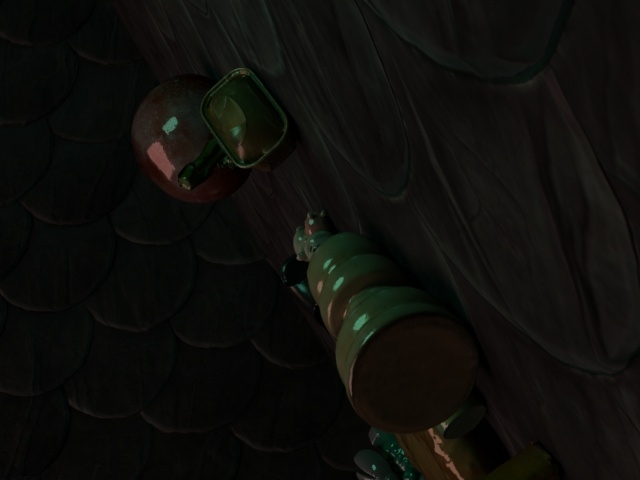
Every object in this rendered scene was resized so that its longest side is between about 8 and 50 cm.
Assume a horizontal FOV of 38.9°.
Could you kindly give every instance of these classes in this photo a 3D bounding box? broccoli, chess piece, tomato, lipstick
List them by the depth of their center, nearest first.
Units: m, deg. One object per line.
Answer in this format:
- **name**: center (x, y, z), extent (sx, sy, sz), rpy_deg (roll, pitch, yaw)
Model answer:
- **chess piece**: center (0.071, 0.091, 1.143), extent (0.167, 0.167, 0.299), rpy_deg (63, 179, -29)
- **lipstick**: center (0.114, 0.137, 1.267), extent (0.304, 0.076, 0.076), rpy_deg (54, 172, 34)
- **broccoli**: center (-0.185, -0.157, 1.629), extent (0.122, 0.204, 0.118), rpy_deg (-7, 124, 44)
- **tomato**: center (-0.270, -0.201, 1.866), extent (0.270, 0.227, 0.270), rpy_deg (59, 171, 15)

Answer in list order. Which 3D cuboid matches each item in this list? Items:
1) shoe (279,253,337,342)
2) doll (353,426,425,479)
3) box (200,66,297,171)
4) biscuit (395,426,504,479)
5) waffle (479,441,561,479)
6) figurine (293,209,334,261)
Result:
- **shoe**: center (0.029, 0.109, 1.628), extent (0.241, 0.108, 0.093), rpy_deg (50, 170, 9)
- **doll**: center (0.180, 0.511, 2.035), extent (0.195, 0.153, 0.258), rpy_deg (24, -167, -11)
- **box**: center (-0.107, -0.179, 1.354), extent (0.177, 0.111, 0.111), rpy_deg (53, 171, 34)
- **biscuit**: center (0.191, 0.335, 1.442), extent (0.446, 0.104, 0.429), rpy_deg (53, 171, 42)
- **waffle**: center (0.193, 0.365, 1.080), extent (0.055, 0.221, 0.248), rpy_deg (52, 170, 41)
- **figurine**: center (-0.010, 0.002, 1.510), extent (0.098, 0.081, 0.146), rpy_deg (60, 173, -7)
